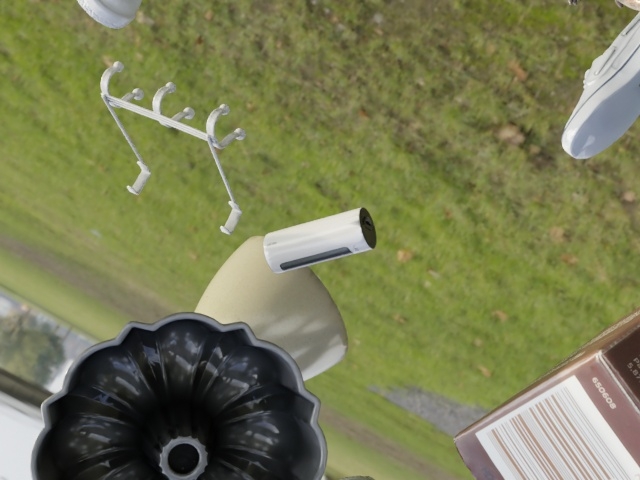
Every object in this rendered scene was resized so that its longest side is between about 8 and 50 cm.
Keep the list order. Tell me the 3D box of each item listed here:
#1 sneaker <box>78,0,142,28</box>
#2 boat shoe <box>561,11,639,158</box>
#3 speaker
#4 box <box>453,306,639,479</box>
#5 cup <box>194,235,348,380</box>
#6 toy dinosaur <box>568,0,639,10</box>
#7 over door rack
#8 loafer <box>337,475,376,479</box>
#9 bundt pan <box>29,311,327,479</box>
[{"bbox_3d":[-0.253,-0.495,1.317,0.137,0.366,0.210,23,150,-38],"label":"sneaker"},{"bbox_3d":[0.432,-0.232,1.332,0.095,0.258,0.084,43,179,-44],"label":"boat shoe"},{"bbox_3d":[0.000,0.000,1.143,0.136,0.055,0.055,-15,148,21],"label":"speaker"},{"bbox_3d":[0.240,0.134,0.618,0.167,0.203,0.168,56,143,13],"label":"box"},{"bbox_3d":[-0.139,0.190,1.918,0.331,0.237,0.331,37,148,28],"label":"cup"},{"bbox_3d":[0.497,-0.478,1.507,0.295,0.127,0.200,56,154,-9],"label":"toy dinosaur"},{"bbox_3d":[-0.261,-0.177,1.691,0.239,0.108,0.324,23,149,15],"label":"over door rack"},{"bbox_3d":[0.009,0.351,0.748,0.111,0.319,0.112,10,150,-15],"label":"loafer"},{"bbox_3d":[-0.163,0.240,1.069,0.331,0.331,0.124,32,176,-12],"label":"bundt pan"}]
